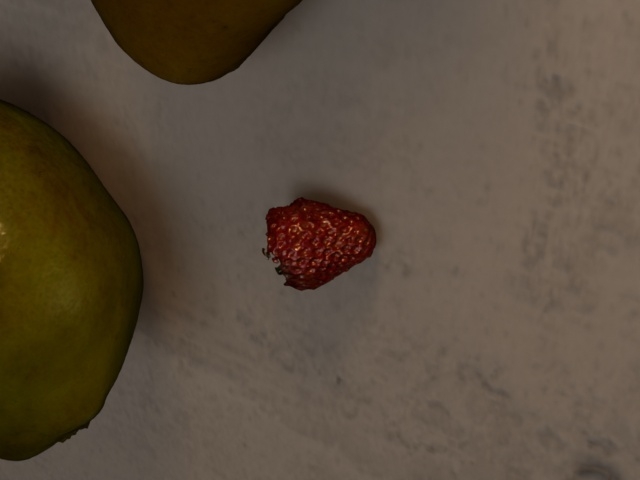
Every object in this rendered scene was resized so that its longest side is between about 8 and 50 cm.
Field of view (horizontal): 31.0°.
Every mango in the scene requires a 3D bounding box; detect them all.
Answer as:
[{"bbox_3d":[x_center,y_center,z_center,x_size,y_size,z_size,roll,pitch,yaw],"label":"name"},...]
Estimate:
[{"bbox_3d":[-0.072,-0.197,0.700,0.167,0.130,0.262,37,145,-1],"label":"mango"}]

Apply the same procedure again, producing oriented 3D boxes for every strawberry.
[{"bbox_3d":[0.000,0.000,0.866,0.083,0.073,0.073,-17,118,5],"label":"strawberry"}]

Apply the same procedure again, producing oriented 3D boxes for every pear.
[{"bbox_3d":[-0.287,0.028,0.975,0.269,0.269,0.321,-17,99,45],"label":"pear"}]
